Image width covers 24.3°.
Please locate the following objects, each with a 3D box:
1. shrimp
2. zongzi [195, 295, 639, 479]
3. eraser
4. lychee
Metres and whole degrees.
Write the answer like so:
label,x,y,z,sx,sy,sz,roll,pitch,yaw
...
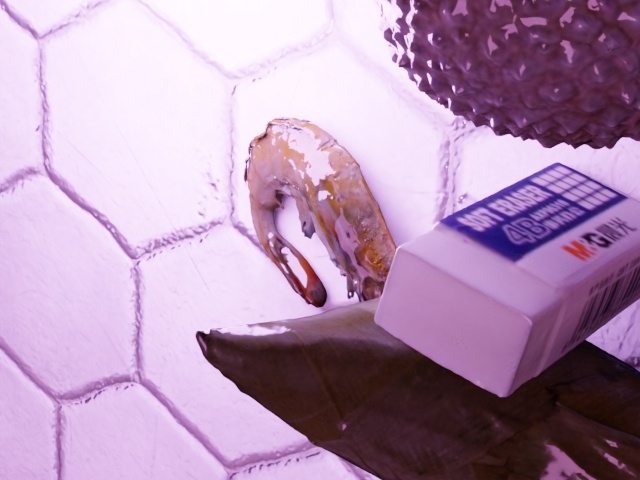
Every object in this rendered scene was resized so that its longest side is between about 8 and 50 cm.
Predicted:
label,x,y,z,sx,sy,sz,roll,pitch,yaw
shrimp,-0.001,0.000,1.443,0.173,0.058,0.253,-25,88,46
zongzi,0.141,0.157,1.156,0.356,0.393,0.174,28,101,35
eraser,0.171,0.022,1.183,0.124,0.279,0.081,30,120,24
lychee,0.186,-0.197,1.095,0.300,0.300,0.300,13,113,31
